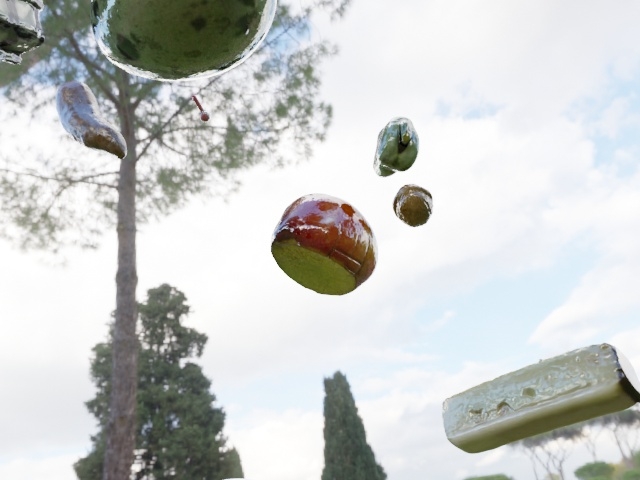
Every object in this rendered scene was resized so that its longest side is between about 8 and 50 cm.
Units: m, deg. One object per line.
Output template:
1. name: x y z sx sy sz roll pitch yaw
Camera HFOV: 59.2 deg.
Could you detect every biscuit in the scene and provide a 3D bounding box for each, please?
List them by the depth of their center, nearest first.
1. biscuit: 0.205 0.157 0.545 0.052 0.056 0.188 38 -52 -26

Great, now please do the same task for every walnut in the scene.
1. walnut: 0.234 -0.090 1.422 0.105 0.105 0.124 -12 -41 7

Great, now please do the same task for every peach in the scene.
1. peach: 0.000 0.000 1.372 0.249 0.245 0.275 -24 -36 21

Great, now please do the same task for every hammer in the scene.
1. hammer: -0.338 -0.374 1.590 0.031 0.052 0.083 -28 -69 3

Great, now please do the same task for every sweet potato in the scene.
1. sweet potato: -0.506 -0.253 1.226 0.097 0.292 0.097 -27 -34 -21

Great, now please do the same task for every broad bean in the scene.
1. broad bean: 0.188 -0.244 1.454 0.100 0.169 0.228 20 -8 -10

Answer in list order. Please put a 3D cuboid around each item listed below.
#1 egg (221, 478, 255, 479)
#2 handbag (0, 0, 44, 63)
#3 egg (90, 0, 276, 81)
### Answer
1. egg: -0.143 0.433 0.806 0.231 0.169 0.169 -4 -31 -5
2. handbag: -0.618 -0.394 0.781 0.325 0.162 0.327 28 7 7
3. egg: -0.156 -0.265 0.626 0.228 0.177 0.177 -21 -33 27
